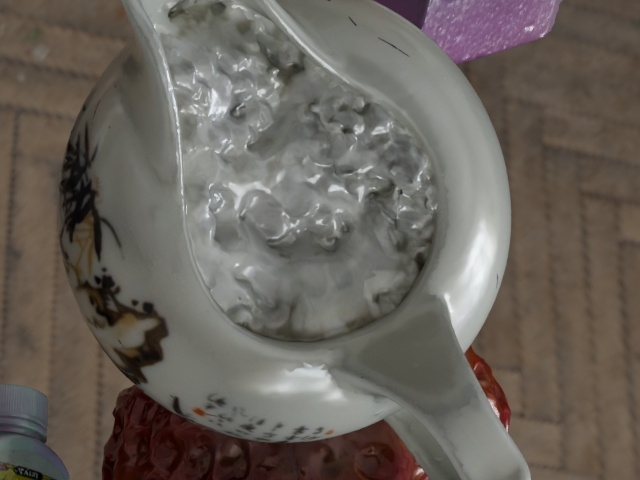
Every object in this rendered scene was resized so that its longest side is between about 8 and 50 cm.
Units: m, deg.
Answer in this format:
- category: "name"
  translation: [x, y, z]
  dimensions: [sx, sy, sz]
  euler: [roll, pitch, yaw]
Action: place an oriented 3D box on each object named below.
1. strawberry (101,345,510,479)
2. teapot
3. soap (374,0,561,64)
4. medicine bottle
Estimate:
- category: "strawberry"
  translation: [0.003, 0.143, 1.166]
  dimensions: [0.265, 0.149, 0.336]
  euler: [7, 46, -9]
- category: "teapot"
  translation: [0.000, 0.000, 0.868]
  dimensions: [0.208, 0.166, 0.300]
  euler: [-37, 86, -23]
- category: "soap"
  translation: [0.047, -0.230, 1.524]
  dimensions: [0.259, 0.081, 0.181]
  euler: [33, 35, 31]
- category: "medicine bottle"
  translation: [-0.197, 0.153, 1.182]
  dimensions: [0.074, 0.055, 0.118]
  euler: [25, 52, -38]
